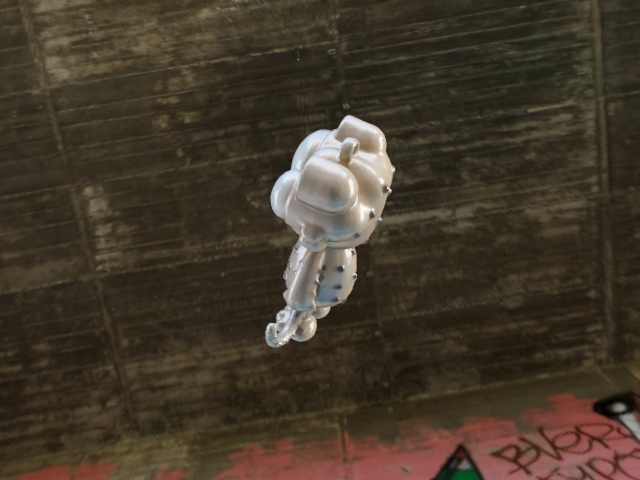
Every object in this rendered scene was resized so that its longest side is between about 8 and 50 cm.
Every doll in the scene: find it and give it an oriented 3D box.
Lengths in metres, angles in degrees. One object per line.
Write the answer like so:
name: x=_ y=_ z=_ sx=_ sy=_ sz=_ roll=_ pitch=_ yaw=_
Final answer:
doll: x=0.001 y=0.000 z=0.804 sx=0.119 sy=0.154 sz=0.278 roll=24 pitch=-58 yaw=12
